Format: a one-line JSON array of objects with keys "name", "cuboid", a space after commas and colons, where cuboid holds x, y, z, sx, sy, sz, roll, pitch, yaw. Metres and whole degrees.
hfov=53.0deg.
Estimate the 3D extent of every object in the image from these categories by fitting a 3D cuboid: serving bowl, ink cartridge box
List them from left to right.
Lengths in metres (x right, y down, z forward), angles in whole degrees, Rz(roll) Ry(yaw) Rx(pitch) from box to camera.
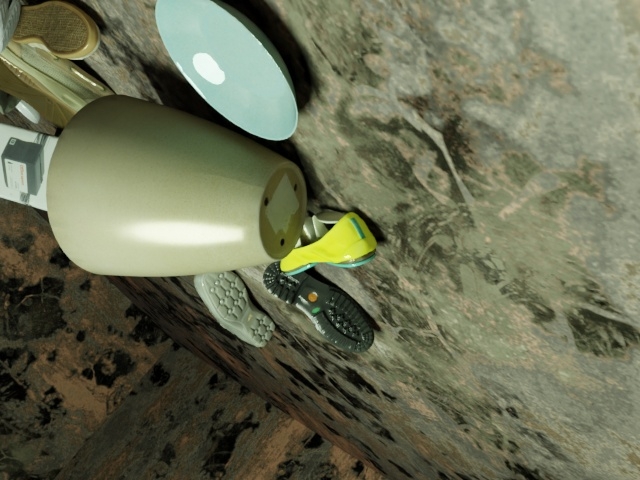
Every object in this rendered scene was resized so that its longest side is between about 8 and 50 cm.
[{"name": "serving bowl", "cuboid": [-0.673, -0.309, 1.474, 0.083, 0.027, 0.083, 34, 160, 14]}, {"name": "ink cartridge box", "cuboid": [-0.462, -0.115, 1.152, 0.307, 0.129, 0.223, 16, 179, 13]}]

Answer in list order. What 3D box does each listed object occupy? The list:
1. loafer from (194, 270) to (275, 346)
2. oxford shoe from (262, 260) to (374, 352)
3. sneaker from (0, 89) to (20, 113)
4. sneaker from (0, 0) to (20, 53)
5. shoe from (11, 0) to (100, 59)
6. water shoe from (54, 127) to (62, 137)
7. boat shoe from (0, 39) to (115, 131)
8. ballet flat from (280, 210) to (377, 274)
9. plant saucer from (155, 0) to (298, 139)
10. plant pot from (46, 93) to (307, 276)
[{"name": "loafer", "cuboid": [-0.222, 0.159, 1.558, 0.111, 0.112, 0.319, 14, 150, 34]}, {"name": "oxford shoe", "cuboid": [0.002, 0.111, 1.137, 0.227, 0.083, 0.096, 40, 178, 0]}, {"name": "sneaker", "cuboid": [-0.684, -0.343, 1.315, 0.118, 0.083, 0.222, 40, 154, -13]}, {"name": "sneaker", "cuboid": [-0.473, -0.354, 0.816, 0.153, 0.101, 0.268, 19, 152, -16]}, {"name": "shoe", "cuboid": [-0.376, -0.306, 0.929, 0.219, 0.076, 0.058, 22, -162, 35]}, {"name": "water shoe", "cuboid": [-0.481, -0.220, 1.299, 0.080, 0.073, 0.203, 19, 171, -31]}, {"name": "boat shoe", "cuboid": [-0.469, -0.289, 1.041, 0.302, 0.098, 0.109, 37, 149, -10]}, {"name": "ballet flat", "cuboid": [0.000, 0.000, 0.907, 0.231, 0.077, 0.077, -11, 105, 62]}, {"name": "plant saucer", "cuboid": [-0.091, -0.192, 0.687, 0.195, 0.037, 0.195, 33, 159, 14]}, {"name": "plant pot", "cuboid": [-0.167, -0.058, 0.858, 0.274, 0.256, 0.256, 9, 148, 25]}]
